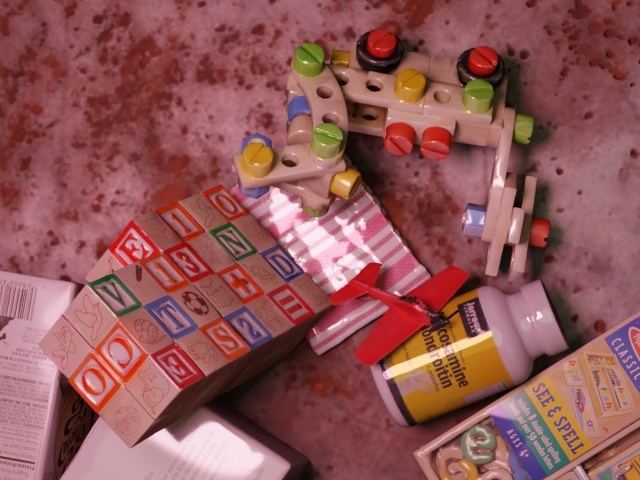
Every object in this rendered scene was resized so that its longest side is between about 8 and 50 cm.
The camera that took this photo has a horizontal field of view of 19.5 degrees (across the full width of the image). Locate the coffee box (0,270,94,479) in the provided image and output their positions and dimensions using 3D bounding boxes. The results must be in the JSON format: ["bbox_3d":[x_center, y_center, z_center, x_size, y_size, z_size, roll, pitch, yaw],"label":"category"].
[{"bbox_3d":[-0.300,0.183,1.844,0.119,0.168,0.297,9,87,8],"label":"coffee box"}]

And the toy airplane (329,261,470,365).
[{"bbox_3d":[0.072,0.059,1.815,0.151,0.151,0.028,-19,122,5],"label":"toy airplane"}]

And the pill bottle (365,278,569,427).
[{"bbox_3d":[0.144,0.106,1.824,0.184,0.103,0.103,-23,83,9],"label":"pill bottle"}]

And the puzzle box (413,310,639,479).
[{"bbox_3d":[0.311,0.308,1.819,0.272,0.052,0.409,-33,82,3],"label":"puzzle box"}]

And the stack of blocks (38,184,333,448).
[{"bbox_3d":[-0.134,0.063,1.764,0.171,0.297,0.087,46,119,10],"label":"stack of blocks"}]

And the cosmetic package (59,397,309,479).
[{"bbox_3d":[-0.133,0.230,1.827,0.183,0.151,0.151,34,90,8],"label":"cosmetic package"}]

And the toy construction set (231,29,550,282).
[{"bbox_3d":[0.083,-0.090,1.814,0.327,0.151,0.215,19,52,-11],"label":"toy construction set"}]

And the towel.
[{"bbox_3d":[0.000,0.000,1.893,0.144,0.029,0.197,-36,82,4],"label":"towel"}]
